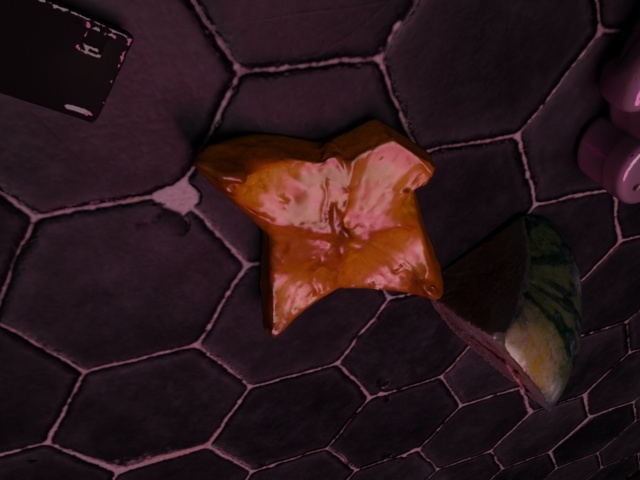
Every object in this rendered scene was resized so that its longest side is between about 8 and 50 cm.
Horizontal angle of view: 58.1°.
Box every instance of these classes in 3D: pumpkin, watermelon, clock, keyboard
[{"bbox_3d":[0.016,-0.020,0.667,0.258,0.095,0.290,-17,130,-6],"label":"pumpkin"},{"bbox_3d":[0.292,0.097,0.892,0.213,0.201,0.261,44,59,-43],"label":"watermelon"},{"bbox_3d":[0.489,-0.216,0.712,0.296,0.113,0.322,-18,132,-11],"label":"clock"},{"bbox_3d":[-0.305,-0.182,0.418,0.317,0.027,0.106,17,123,-35],"label":"keyboard"}]
